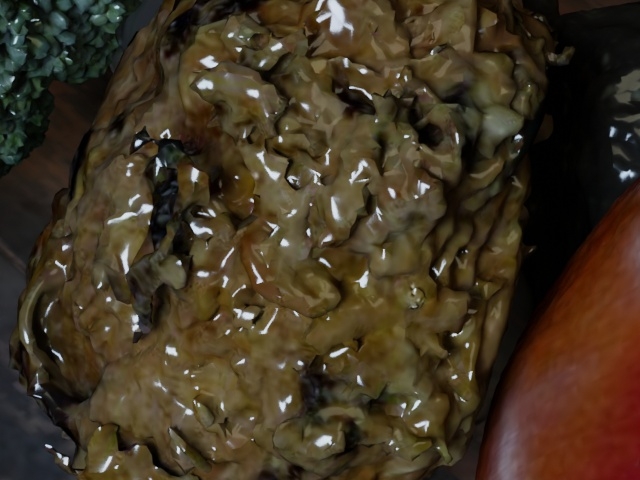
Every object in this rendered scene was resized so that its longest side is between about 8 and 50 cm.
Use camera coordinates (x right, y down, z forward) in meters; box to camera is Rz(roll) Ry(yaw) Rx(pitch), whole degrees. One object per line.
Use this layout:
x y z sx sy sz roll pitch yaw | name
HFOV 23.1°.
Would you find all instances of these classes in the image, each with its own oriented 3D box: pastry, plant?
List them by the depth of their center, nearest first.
0.000 0.000 0.592 0.193 0.275 0.275 29 37 -14 | pastry
0.209 -0.027 0.751 0.234 0.204 0.178 4 37 -7 | plant

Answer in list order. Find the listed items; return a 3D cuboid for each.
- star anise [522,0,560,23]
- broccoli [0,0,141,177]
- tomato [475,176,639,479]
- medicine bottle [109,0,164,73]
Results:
0.014 -0.205 0.797 0.349 0.109 0.292 51 25 -4 | star anise
-0.231 -0.153 0.625 0.221 0.252 0.361 12 17 -40 | broccoli
0.178 0.131 0.566 0.290 0.176 0.334 21 51 -34 | tomato
-0.088 -0.240 0.939 0.108 0.108 0.426 5 40 -17 | medicine bottle
